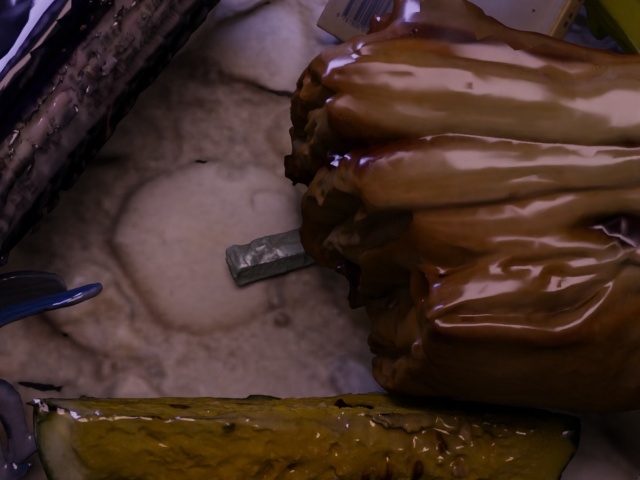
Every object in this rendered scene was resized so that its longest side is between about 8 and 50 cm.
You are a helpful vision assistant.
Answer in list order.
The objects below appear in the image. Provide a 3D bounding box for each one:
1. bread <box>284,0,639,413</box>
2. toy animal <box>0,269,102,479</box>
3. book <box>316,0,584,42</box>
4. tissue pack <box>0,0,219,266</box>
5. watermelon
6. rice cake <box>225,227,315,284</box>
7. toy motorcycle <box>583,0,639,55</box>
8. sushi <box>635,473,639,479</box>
[{"bbox_3d":[0.158,0.005,1.076,0.370,0.314,0.191,11,82,-3],"label":"bread"},{"bbox_3d":[-0.237,0.083,1.098,0.176,0.239,0.255,40,108,-8],"label":"toy animal"},{"bbox_3d":[0.112,-0.204,1.260,0.161,0.026,0.231,33,99,29],"label":"book"},{"bbox_3d":[-0.204,-0.143,1.219,0.245,0.123,0.332,14,58,38],"label":"tissue pack"},{"bbox_3d":[-0.017,0.118,1.090,0.301,0.129,0.123,3,58,-14],"label":"watermelon"},{"bbox_3d":[0.000,0.000,1.225,0.121,0.021,0.022,-17,51,-10],"label":"rice cake"},{"bbox_3d":[0.240,-0.200,1.278,0.206,0.142,0.342,-28,64,-13],"label":"toy motorcycle"},{"bbox_3d":[0.167,0.260,1.060,0.220,0.047,0.231,-26,59,-10],"label":"sushi"}]
